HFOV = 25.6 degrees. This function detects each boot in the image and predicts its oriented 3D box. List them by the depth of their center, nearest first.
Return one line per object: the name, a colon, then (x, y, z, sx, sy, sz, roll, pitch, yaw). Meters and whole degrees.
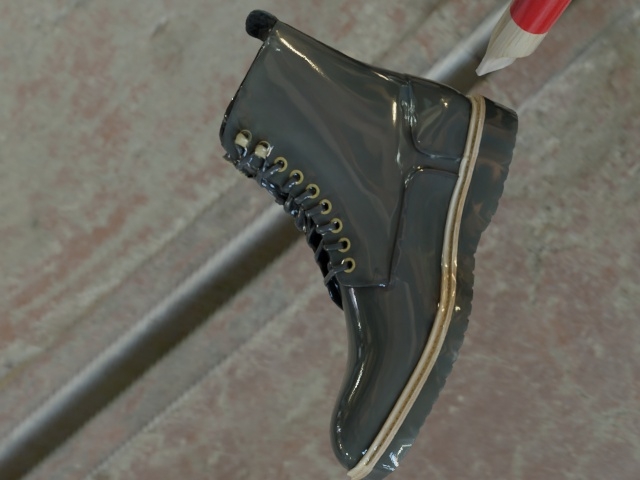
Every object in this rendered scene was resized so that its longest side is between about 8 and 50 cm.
boot: (0.000, 0.000, 0.643, 0.077, 0.137, 0.197, 130, 160, -58)

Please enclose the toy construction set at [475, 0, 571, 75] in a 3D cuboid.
toy construction set: (0.162, -0.198, 0.775, 0.257, 0.237, 0.309, 39, 59, 4)
